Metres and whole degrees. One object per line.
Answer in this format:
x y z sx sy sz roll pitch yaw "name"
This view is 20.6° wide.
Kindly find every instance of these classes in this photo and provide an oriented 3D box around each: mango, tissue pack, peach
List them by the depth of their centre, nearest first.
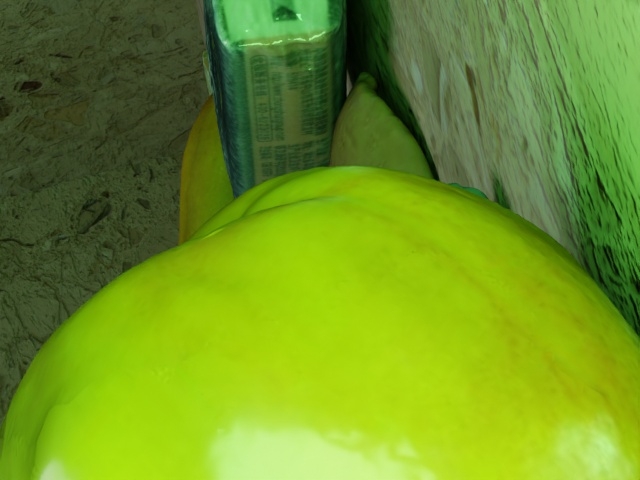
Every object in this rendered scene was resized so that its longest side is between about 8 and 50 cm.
0.020 0.135 0.676 0.308 0.289 0.289 53 175 0 "peach"
-0.037 -0.173 1.288 0.316 0.103 0.228 90 174 -69 "tissue pack"
-0.071 -0.047 1.661 0.176 0.119 0.317 83 -164 -52 "mango"

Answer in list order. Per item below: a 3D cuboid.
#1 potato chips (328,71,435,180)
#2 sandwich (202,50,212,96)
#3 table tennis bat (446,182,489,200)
0.043 -0.016 1.203 0.195 0.061 0.208 86 166 -76 "potato chips"
-0.067 -0.083 2.104 0.273 0.095 0.249 -109 9 -49 "sandwich"
0.106 0.063 0.862 0.149 0.038 0.237 78 170 -50 "table tennis bat"
